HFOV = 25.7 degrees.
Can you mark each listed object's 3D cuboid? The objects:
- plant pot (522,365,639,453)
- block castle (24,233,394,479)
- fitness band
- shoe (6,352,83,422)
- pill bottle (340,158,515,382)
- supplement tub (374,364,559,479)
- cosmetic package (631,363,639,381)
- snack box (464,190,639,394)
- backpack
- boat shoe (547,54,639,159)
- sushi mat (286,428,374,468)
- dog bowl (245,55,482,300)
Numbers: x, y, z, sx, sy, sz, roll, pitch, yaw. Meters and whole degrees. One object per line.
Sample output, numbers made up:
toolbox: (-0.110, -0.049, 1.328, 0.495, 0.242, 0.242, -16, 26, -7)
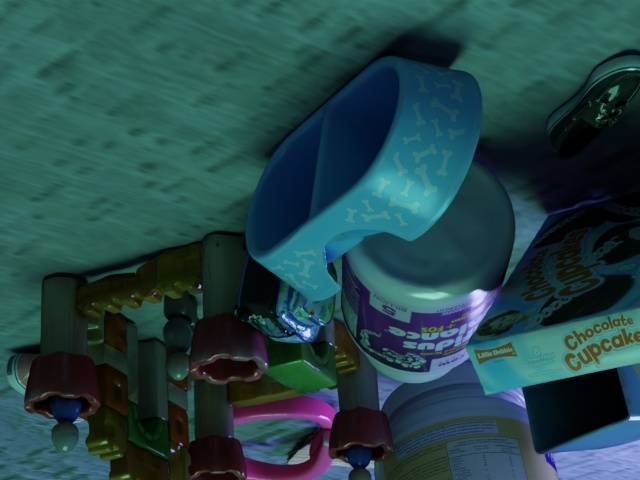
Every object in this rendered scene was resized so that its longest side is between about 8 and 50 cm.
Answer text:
plant pot: (0.401, 0.176, 1.812, 0.234, 0.165, 0.166, 6, 154, -35)
block castle: (-0.125, 0.187, 1.692, 0.303, 0.212, 0.453, -13, 153, 20)
fitness band: (-0.082, 0.301, 2.102, 0.209, 0.054, 0.291, 6, 151, -8)
shoe: (-0.331, 0.193, 1.848, 0.081, 0.063, 0.178, -9, 150, 23)
pill bottle: (0.106, 0.043, 1.471, 0.169, 0.169, 0.301, -3, 155, -1)
supplement tub: (0.198, 0.354, 1.825, 0.241, 0.331, 0.241, -4, 139, -4)
cosmetic package: (0.528, 0.085, 1.542, 0.366, 0.197, 0.155, 5, 120, -13)
snack box: (0.277, 0.036, 1.366, 0.187, 0.060, 0.322, -16, -164, 29)
backpack: (-0.029, 0.055, 1.473, 0.084, 0.105, 0.114, -2, 156, 20)
boat shoe: (0.258, -0.121, 1.294, 0.049, 0.040, 0.142, 7, 153, -21)
sushi mat: (0.112, 0.345, 2.281, 0.317, 0.019, 0.151, 7, 154, -21)
dog bowl: (0.028, -0.059, 1.266, 0.074, 0.166, 0.297, 24, 145, -24)
